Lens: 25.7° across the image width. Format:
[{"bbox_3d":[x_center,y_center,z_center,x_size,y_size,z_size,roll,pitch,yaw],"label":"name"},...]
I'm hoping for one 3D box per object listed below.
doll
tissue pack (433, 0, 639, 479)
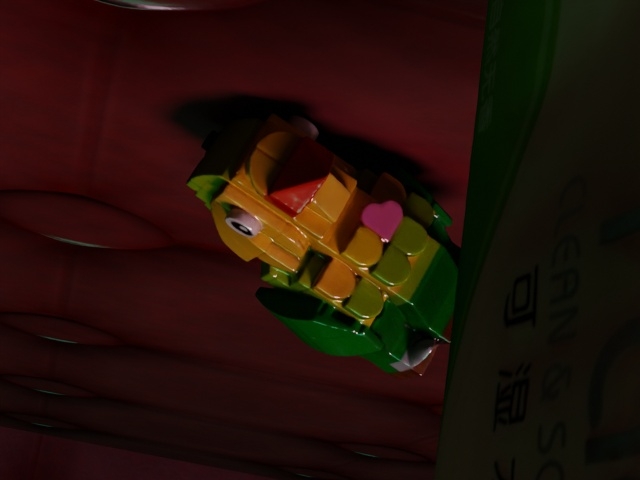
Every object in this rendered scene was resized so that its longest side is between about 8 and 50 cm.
[{"bbox_3d":[0.006,0.001,0.786,0.134,0.106,0.186,13,156,49],"label":"doll"},{"bbox_3d":[0.208,0.095,0.422,0.331,0.405,0.205,15,161,-20],"label":"tissue pack"}]
